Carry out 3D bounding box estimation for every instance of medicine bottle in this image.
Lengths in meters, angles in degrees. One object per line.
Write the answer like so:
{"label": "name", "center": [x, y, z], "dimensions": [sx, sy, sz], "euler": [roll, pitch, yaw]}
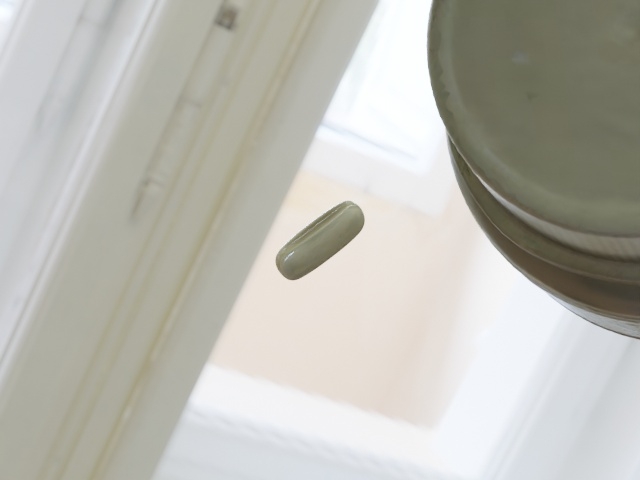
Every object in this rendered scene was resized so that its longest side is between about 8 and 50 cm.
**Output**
{"label": "medicine bottle", "center": [0.189, -0.076, 0.925], "dimensions": [0.245, 0.245, 0.306], "euler": [31, 0, 20]}

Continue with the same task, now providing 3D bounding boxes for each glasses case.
{"label": "glasses case", "center": [0.000, 0.000, 1.337], "dimensions": [0.021, 0.083, 0.032], "euler": [39, -18, 47]}
